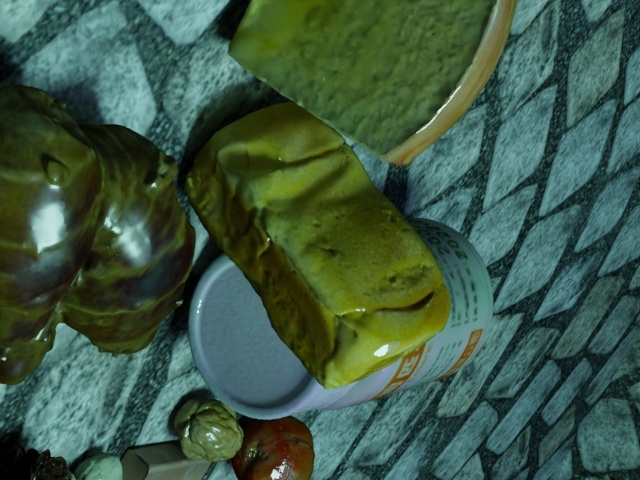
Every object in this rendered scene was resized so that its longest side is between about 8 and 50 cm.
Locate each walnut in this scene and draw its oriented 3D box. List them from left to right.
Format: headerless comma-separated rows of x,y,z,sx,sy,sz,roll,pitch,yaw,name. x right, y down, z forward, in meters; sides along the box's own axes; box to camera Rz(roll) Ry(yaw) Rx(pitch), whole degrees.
-0.139,0.236,1.801,0.082,0.079,0.096,-53,148,-8,walnut

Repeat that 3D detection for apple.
0.069,-0.257,1.396,0.252,0.314,0.309,27,103,-22,apple

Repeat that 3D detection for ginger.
-0.237,0.018,1.272,0.274,0.152,0.357,-56,153,7,ginger

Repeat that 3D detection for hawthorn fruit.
-0.065,0.293,1.959,0.128,0.128,0.128,-39,152,-26,hawthorn fruit

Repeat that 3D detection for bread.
0.000,0.000,1.479,0.167,0.294,0.132,-23,165,-39,bread

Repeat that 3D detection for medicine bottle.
0.032,0.086,1.738,0.388,0.219,0.219,-5,127,-57,medicine bottle

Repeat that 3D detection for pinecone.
-0.315,0.283,1.519,0.120,0.140,0.140,-22,157,11,pinecone

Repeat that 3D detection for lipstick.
-0.192,0.281,1.808,0.045,0.045,0.145,-58,155,15,lipstick

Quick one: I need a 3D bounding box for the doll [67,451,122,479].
-0.294,0.384,1.678,0.175,0.149,0.278,3,112,-23,doll
